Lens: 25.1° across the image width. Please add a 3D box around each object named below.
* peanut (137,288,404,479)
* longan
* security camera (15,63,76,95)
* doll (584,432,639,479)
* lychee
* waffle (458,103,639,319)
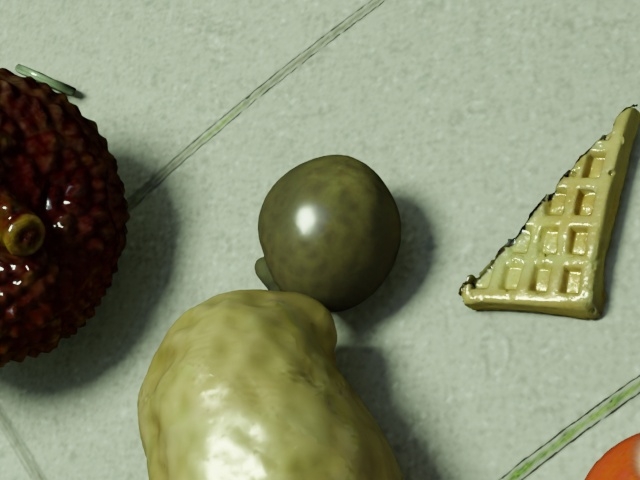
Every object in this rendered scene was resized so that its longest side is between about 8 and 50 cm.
[{"bbox_3d":[-0.038,0.203,0.865,0.192,0.169,0.387,-16,55,25],"label":"peanut"},{"bbox_3d":[0.000,0.000,0.990,0.119,0.106,0.106,-39,51,26],"label":"longan"},{"bbox_3d":[-0.248,-0.098,1.227,0.058,0.058,0.092,22,91,37],"label":"security camera"},{"bbox_3d":[0.204,0.170,0.754,0.290,0.130,0.161,-40,57,-10],"label":"doll"},{"bbox_3d":[-0.269,-0.021,1.084,0.271,0.236,0.236,5,68,51],"label":"lychee"},{"bbox_3d":[0.153,-0.023,0.953,0.097,0.023,0.153,5,71,32],"label":"waffle"}]
